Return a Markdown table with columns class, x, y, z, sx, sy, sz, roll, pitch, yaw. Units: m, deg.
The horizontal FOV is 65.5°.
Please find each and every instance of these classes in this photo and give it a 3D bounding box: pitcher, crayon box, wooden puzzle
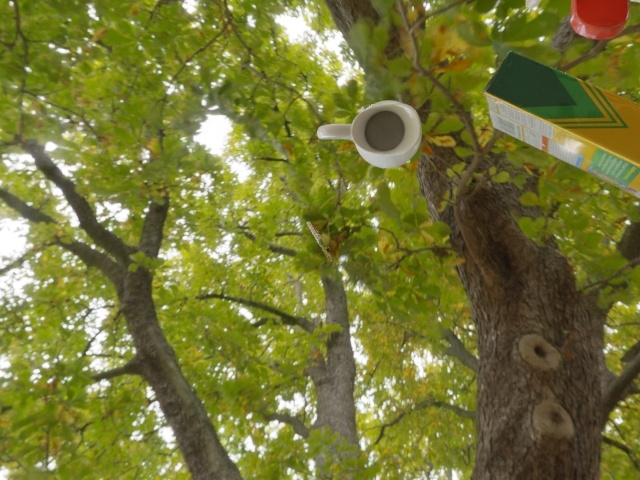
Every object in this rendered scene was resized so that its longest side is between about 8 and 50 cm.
| class | x | y | z | sx | sy | sz | roll | pitch | yaw |
| --- | --- | --- | --- | --- | --- | --- | --- | --- | --- |
| pitcher | 0.095 | -0.196 | 0.914 | 0.178 | 0.207 | 0.125 | 3 | -81 | 11 |
| crayon box | 0.443 | -0.180 | 0.827 | 0.323 | 0.203 | 0.083 | 35 | -80 | 22 |
| wooden puzzle | 0.000 | 0.000 | 1.050 | 0.014 | 0.078 | 0.116 | -32 | -125 | 0 |

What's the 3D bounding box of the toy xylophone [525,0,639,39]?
| class | x | y | z | sx | sy | sz | roll | pitch | yaw |
| --- | --- | --- | --- | --- | --- | --- | --- | --- | --- |
| toy xylophone | 0.320 | -0.219 | 0.378 | 0.323 | 0.081 | 0.236 | 17 | -115 | 16 |
